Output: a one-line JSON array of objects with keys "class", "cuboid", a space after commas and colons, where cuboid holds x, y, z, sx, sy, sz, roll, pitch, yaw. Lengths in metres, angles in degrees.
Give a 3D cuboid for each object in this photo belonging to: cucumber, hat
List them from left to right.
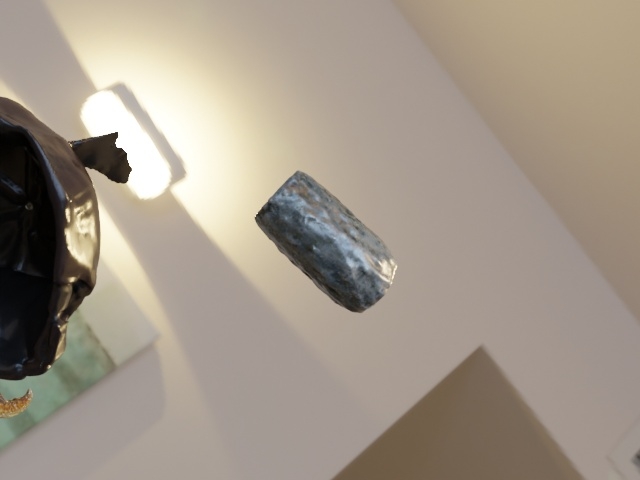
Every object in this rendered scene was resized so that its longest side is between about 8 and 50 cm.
[{"class": "hat", "cuboid": [-0.327, -0.055, 0.949, 0.336, 0.209, 0.238, 41, -70, -17]}, {"class": "cucumber", "cuboid": [0.002, 0.001, 0.798, 0.112, 0.064, 0.064, 42, -31, -15]}]

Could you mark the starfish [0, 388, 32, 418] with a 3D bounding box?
[{"class": "starfish", "cuboid": [-0.433, 0.125, 1.310, 0.216, 0.071, 0.238, 56, -11, -1]}]
